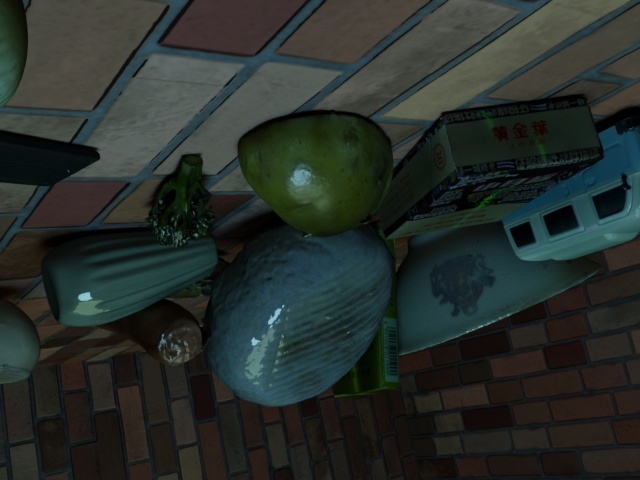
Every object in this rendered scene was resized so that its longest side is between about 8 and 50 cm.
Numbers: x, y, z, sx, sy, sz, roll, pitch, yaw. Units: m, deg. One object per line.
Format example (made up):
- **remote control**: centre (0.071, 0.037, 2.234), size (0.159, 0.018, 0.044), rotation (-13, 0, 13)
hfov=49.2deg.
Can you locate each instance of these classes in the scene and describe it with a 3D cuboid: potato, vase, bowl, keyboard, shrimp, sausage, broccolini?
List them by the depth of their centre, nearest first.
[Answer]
- **keyboard**: centre (-0.303, -0.072, 0.660), size (0.103, 0.041, 0.381), rotation (-19, 160, 33)
- **potato**: centre (0.008, -0.060, 0.835), size (0.160, 0.111, 0.272), rotation (-13, 168, 16)
- **broccolini**: centre (-0.171, -0.040, 0.856), size (0.091, 0.068, 0.202), rotation (10, 164, -9)
- **vase**: centre (-0.271, 0.042, 1.027), size (0.248, 0.128, 0.128), rotation (-15, 171, -30)
- **sausage**: centre (-0.313, 0.126, 1.162), size (0.094, 0.094, 0.419), rotation (-47, -152, -24)
- **shrimp**: centre (-0.241, 0.060, 1.301), size (0.173, 0.058, 0.253), rotation (-31, 156, 34)
- **bowl**: centre (0.287, 0.051, 1.346), size (0.435, 0.196, 0.435), rotation (-24, 173, -3)

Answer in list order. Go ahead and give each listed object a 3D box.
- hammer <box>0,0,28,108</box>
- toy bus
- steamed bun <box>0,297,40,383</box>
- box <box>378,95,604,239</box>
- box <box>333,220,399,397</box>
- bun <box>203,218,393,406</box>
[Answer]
- **hammer**: centre (-0.227, -0.140, 0.252), size (0.202, 0.113, 0.305), rotation (-11, 163, -19)
- **toy bus**: centre (0.403, -0.068, 1.049), size (0.133, 0.164, 0.271), rotation (-4, 166, -33)
- **steamed bun**: centre (-0.597, 0.162, 1.184), size (0.232, 0.145, 0.232), rotation (-3, 162, -1)
- **box**: centre (0.213, -0.088, 0.964), size (0.198, 0.084, 0.310), rotation (-9, 168, -13)
- **box**: centre (0.082, 0.135, 1.331), size (0.043, 0.311, 0.173), rotation (10, 159, -29)
- **bun**: centre (-0.039, 0.100, 1.150), size (0.362, 0.211, 0.362), rotation (-27, 143, -23)
